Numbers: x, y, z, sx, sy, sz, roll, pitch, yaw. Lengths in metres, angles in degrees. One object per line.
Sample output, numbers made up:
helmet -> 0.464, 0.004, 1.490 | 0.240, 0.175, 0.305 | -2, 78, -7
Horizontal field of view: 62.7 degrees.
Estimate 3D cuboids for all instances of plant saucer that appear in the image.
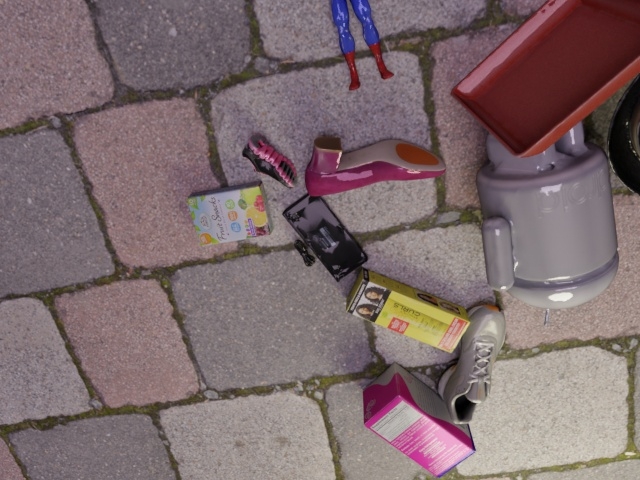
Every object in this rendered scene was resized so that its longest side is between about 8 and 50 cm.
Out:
plant saucer -> 0.346, -0.252, 0.772 | 0.258, 0.259, 0.048 | -42, 123, 18

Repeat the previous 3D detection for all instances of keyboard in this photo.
keyboard -> 0.000, 0.000, 1.018 | 0.108, 0.023, 0.180 | -36, 106, 10

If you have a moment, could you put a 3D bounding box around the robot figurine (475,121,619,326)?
robot figurine -> 0.381, -0.032, 0.885 | 0.300, 0.200, 0.353 | -28, 113, -20

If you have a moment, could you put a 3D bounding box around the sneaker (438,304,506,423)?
sneaker -> 0.318, 0.257, 1.057 | 0.099, 0.121, 0.262 | 10, 113, -2

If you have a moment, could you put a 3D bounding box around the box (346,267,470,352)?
box -> 0.172, 0.140, 1.048 | 0.232, 0.058, 0.087 | 23, 112, -7

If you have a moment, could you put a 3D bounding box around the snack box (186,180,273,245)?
snack box -> -0.169, -0.050, 0.996 | 0.141, 0.037, 0.100 | -8, 112, 7

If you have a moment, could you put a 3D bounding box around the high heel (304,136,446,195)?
high heel -> 0.095, -0.115, 0.944 | 0.244, 0.082, 0.117 | 2, 137, -9

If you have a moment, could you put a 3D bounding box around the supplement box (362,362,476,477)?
supplement box -> 0.207, 0.383, 1.123 | 0.220, 0.111, 0.114 | 40, 110, -12

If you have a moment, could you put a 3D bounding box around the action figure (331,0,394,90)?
action figure -> 0.041, -0.374, 0.796 | 0.091, 0.139, 0.280 | -17, 109, 9

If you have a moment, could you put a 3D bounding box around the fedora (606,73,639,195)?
fedora -> 0.561, -0.117, 0.673 | 0.334, 0.152, 0.334 | 11, 134, 12

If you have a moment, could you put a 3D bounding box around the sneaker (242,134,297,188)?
sneaker -> -0.094, -0.136, 0.958 | 0.119, 0.047, 0.057 | 44, 131, -14
